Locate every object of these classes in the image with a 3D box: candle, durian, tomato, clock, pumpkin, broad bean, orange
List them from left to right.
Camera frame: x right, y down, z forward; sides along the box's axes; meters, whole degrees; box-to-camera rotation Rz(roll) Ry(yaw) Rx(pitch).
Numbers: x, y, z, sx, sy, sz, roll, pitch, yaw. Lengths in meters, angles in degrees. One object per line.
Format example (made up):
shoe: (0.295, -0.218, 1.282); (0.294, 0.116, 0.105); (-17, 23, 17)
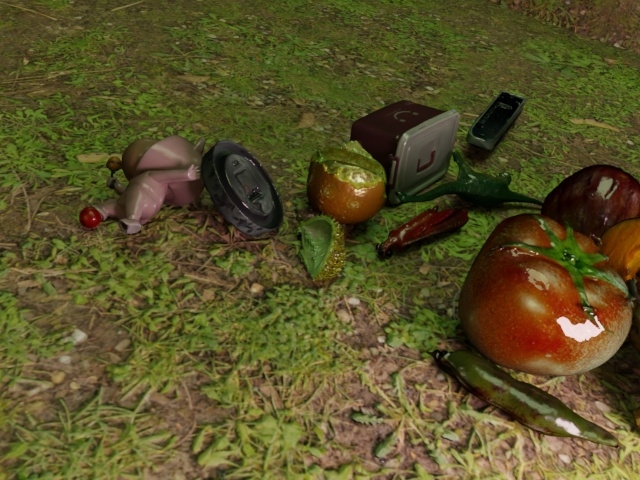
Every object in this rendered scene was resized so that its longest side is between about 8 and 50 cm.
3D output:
clock: (-0.161, -0.108, 1.332); (0.215, 0.042, 0.215); (44, 28, -31)
durian: (0.000, 0.000, 1.321); (0.100, 0.086, 0.215); (-9, 42, -6)
orange: (0.058, -0.119, 1.417); (0.179, 0.158, 0.237); (9, 24, -7)
candle: (0.225, -0.022, 1.430); (0.084, 0.059, 0.301); (23, 34, 38)
broad bean: (0.330, 0.266, 1.081); (0.339, 0.061, 0.077); (29, 28, 19)
tomato: (0.394, 0.106, 1.167); (0.303, 0.239, 0.303); (15, 42, -14)
pumpkin: (0.617, 0.043, 1.216); (0.169, 0.312, 0.148); (-19, 51, -24)

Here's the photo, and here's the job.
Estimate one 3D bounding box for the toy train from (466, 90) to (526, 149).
toy train: (0.516, -0.341, 1.913); (0.086, 0.088, 0.407); (25, 38, 18)

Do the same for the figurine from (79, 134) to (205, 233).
figurine: (-0.352, -0.123, 1.301); (0.186, 0.176, 0.287); (41, 54, -4)

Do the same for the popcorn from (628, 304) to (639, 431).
popcorn: (0.705, 0.211, 1.079); (0.321, 0.290, 0.326); (-5, 41, -24)

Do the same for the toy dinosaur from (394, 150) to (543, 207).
toy dinosaur: (0.390, -0.107, 1.543); (0.447, 0.087, 0.301); (17, 28, -4)

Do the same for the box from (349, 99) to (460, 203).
box: (0.202, -0.233, 1.602); (0.167, 0.193, 0.294); (26, 37, 30)

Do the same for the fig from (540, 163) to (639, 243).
fig: (0.629, -0.061, 1.480); (0.224, 0.224, 0.263); (29, 46, 20)
